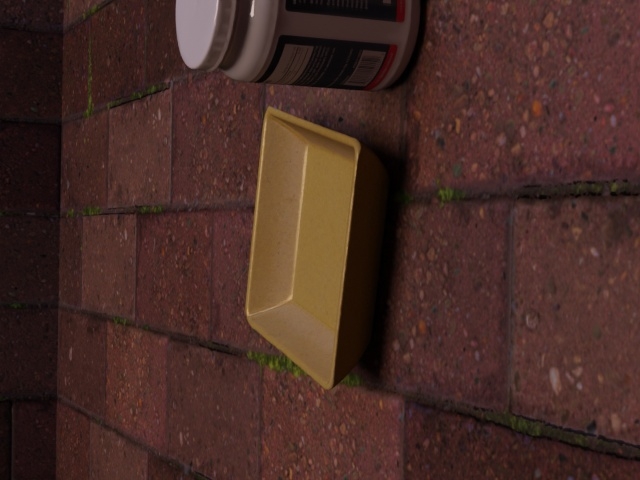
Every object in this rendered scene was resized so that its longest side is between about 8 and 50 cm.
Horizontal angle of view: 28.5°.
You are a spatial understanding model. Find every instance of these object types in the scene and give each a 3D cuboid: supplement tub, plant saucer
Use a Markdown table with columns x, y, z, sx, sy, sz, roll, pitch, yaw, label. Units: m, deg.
| x | y | z | sx | sy | sz | roll | pitch | yaw | label |
| --- | --- | --- | --- | --- | --- | --- | --- | --- | --- |
| -0.029 | -0.291 | 1.592 | 0.191 | 0.272 | 0.191 | -179 | 90 | -66 | supplement tub |
| 0.000 | 0.000 | 1.753 | 0.332 | 0.081 | 0.333 | -149 | 62 | -63 | plant saucer |
